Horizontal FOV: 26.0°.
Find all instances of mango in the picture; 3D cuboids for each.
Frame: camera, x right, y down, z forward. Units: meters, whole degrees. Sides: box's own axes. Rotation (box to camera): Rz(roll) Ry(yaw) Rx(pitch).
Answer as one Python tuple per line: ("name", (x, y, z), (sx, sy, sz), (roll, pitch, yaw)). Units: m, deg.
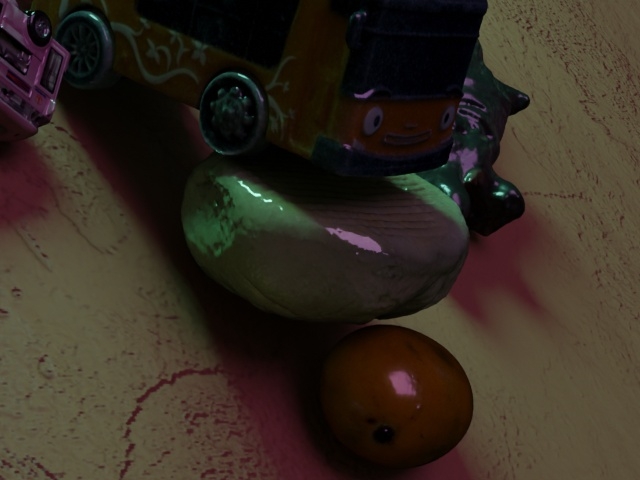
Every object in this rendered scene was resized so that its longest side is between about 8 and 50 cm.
("mango", (0.064, 0.114, 1.027), (0.163, 0.089, 0.111), (10, 44, -53))

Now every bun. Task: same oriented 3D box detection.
("bun", (-0.002, 0.000, 1.031), (0.221, 0.108, 0.221), (17, 19, -6))

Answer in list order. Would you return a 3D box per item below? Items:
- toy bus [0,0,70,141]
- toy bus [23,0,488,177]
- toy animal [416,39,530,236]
("toy bus", (-0.248, -0.142, 0.910), (0.203, 0.063, 0.090), (41, 54, -53))
("toy bus", (-0.049, -0.176, 1.019), (0.323, 0.194, 0.162), (25, 19, 31))
("toy animal", (0.128, -0.127, 1.355), (0.168, 0.106, 0.343), (21, 43, -35))
